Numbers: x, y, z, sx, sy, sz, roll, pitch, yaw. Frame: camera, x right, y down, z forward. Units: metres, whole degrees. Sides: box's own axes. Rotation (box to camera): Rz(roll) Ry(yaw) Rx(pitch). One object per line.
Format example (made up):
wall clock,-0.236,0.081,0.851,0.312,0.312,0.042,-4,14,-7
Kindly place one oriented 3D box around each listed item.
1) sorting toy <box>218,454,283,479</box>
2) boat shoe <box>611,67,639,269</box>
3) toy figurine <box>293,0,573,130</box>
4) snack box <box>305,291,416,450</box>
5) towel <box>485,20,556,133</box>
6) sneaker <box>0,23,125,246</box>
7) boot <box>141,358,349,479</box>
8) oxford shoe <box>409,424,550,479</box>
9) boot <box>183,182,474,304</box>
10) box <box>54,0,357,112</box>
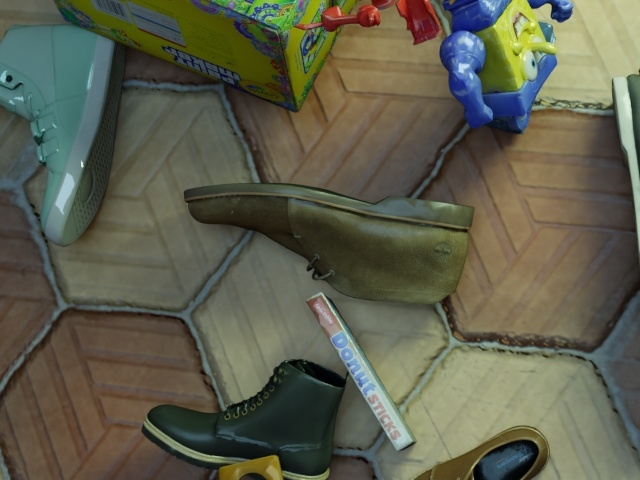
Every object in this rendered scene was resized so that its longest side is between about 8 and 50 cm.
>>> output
sorting toy,-0.037,0.388,1.216,0.196,0.047,0.347,-3,84,14
boat shoe,0.356,-0.015,1.203,0.096,0.112,0.335,-9,77,14
toy figurine,0.158,-0.216,1.236,0.191,0.362,0.217,-9,120,35
snack box,0.043,0.135,1.261,0.022,0.064,0.178,-32,77,4
towel,0.201,-0.176,1.296,0.067,0.029,0.119,18,86,15
sneaker,-0.310,-0.120,1.347,0.151,0.094,0.255,6,73,5
boot,-0.074,0.167,1.253,0.198,0.077,0.137,15,109,0
oxford shoe,0.133,0.253,1.222,0.212,0.076,0.076,-38,78,3
boot,0.000,0.000,1.274,0.305,0.112,0.115,8,94,9
box,-0.100,-0.332,1.270,0.290,0.177,0.279,24,73,13
